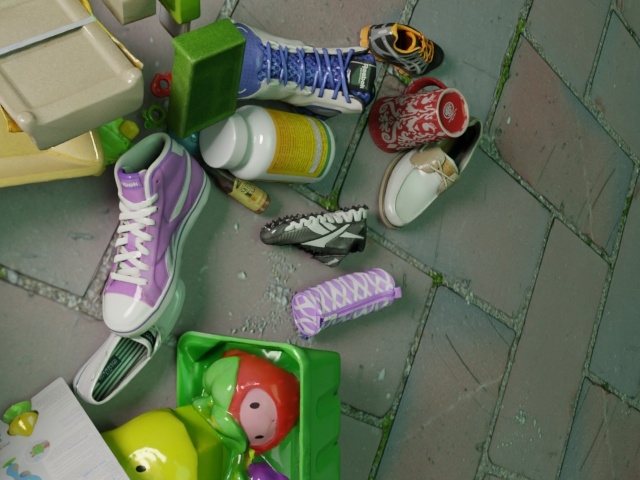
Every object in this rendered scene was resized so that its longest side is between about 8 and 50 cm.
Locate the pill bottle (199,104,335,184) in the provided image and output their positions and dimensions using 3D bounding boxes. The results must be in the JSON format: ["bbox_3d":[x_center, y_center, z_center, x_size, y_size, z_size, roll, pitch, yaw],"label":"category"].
[{"bbox_3d":[-0.084,-0.152,0.981,0.208,0.118,0.117,-2,92,-47],"label":"pill bottle"}]

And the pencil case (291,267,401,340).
[{"bbox_3d":[0.045,0.109,1.122,0.206,0.088,0.086,-18,104,-37],"label":"pencil case"}]

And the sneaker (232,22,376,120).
[{"bbox_3d":[-0.016,-0.273,0.979,0.316,0.182,0.127,5,90,-48],"label":"sneaker"}]

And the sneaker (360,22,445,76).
[{"bbox_3d":[0.180,-0.380,1.220,0.215,0.083,0.084,-1,90,-39],"label":"sneaker"}]

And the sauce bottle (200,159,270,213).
[{"bbox_3d":[-0.140,-0.091,1.006,0.128,0.042,0.042,35,71,-34],"label":"sauce bottle"}]

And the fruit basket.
[{"bbox_3d":[-0.151,0.321,0.887,0.392,0.283,0.391,-1,91,-55],"label":"fruit basket"}]

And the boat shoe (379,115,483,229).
[{"bbox_3d":[0.225,-0.150,1.244,0.113,0.103,0.302,46,65,-28],"label":"boat shoe"}]

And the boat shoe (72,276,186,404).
[{"bbox_3d":[-0.262,0.145,0.895,0.083,0.076,0.226,44,66,-30],"label":"boat shoe"}]

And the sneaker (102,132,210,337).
[{"bbox_3d":[-0.255,-0.017,0.846,0.161,0.102,0.282,63,38,-64],"label":"sneaker"}]

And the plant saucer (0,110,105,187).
[{"bbox_3d":[-0.451,-0.208,0.700,0.333,0.081,0.332,-18,93,-47],"label":"plant saucer"}]

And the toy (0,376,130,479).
[{"bbox_3d":[-0.328,0.291,0.761,0.137,0.237,0.056,-37,141,-22],"label":"toy"}]

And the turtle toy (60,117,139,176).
[{"bbox_3d":[-0.302,-0.141,0.864,0.095,0.066,0.130,-47,120,3],"label":"turtle toy"}]

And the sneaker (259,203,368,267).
[{"bbox_3d":[0.000,0.000,1.091,0.234,0.078,0.106,-11,95,-39],"label":"sneaker"}]

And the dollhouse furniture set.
[{"bbox_3d":[-0.274,-0.216,0.769,0.302,0.151,0.197,-33,76,-29],"label":"dollhouse furniture set"}]

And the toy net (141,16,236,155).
[{"bbox_3d":[-0.197,-0.253,0.961,0.122,0.045,0.232,28,73,-32],"label":"toy net"}]

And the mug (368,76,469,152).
[{"bbox_3d":[0.190,-0.250,1.174,0.113,0.169,0.150,2,90,-37],"label":"mug"}]
